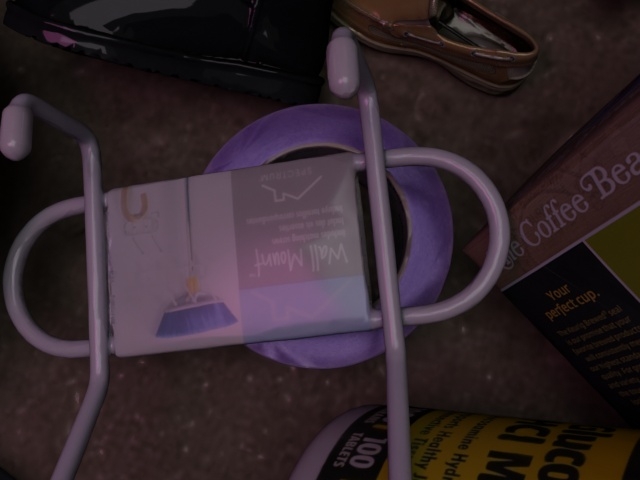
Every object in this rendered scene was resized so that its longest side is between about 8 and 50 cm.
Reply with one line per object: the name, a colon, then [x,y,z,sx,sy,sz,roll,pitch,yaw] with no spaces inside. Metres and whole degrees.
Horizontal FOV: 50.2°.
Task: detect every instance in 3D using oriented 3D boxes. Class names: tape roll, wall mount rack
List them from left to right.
wall mount rack: [-0.063,0.052,0.391,0.349,0.130,0.305,-8,79,12]
tape roll: [0.000,0.000,0.514,0.188,0.080,0.189,0,82,0]

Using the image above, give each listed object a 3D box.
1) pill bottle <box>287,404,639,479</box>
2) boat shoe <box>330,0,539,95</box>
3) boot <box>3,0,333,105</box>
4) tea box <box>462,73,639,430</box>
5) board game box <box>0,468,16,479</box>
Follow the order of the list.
pill bottle: [0.149,0.192,0.354,0.333,0.187,0.188,-5,79,37]
boat shoe: [0.086,-0.183,0.544,0.189,0.072,0.068,22,82,4]
boot: [-0.090,-0.224,0.503,0.246,0.094,0.207,11,103,-10]
tea box: [0.314,0.000,0.363,0.220,0.329,0.323,-40,84,-26]
board game box: [-0.327,0.199,0.493,0.194,0.060,0.194,21,82,4]
